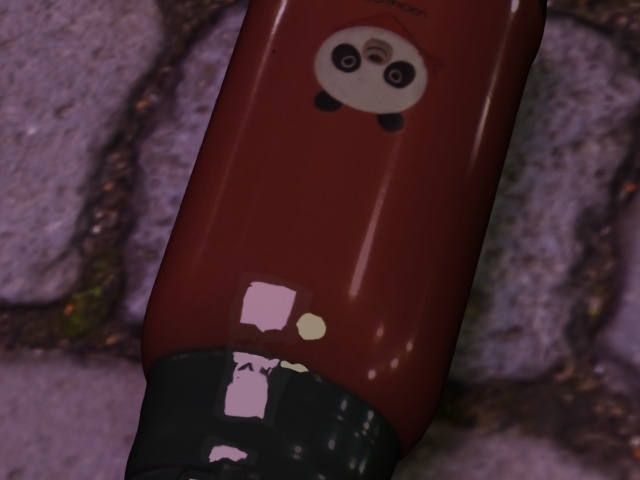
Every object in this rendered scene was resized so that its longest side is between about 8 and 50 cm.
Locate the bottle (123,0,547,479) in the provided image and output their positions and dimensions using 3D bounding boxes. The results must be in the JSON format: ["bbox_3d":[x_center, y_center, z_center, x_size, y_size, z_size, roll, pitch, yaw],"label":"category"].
[{"bbox_3d":[0.000,0.000,0.846,0.144,0.144,0.336,2,56,26],"label":"bottle"}]
